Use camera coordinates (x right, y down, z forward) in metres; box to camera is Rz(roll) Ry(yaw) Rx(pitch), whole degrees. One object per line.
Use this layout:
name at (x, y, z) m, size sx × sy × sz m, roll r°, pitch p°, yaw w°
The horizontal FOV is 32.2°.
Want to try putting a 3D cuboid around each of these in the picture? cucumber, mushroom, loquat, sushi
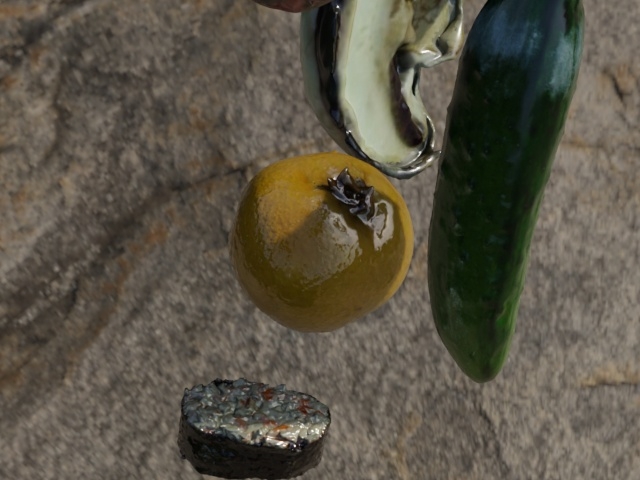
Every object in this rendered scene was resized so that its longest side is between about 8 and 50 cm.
cucumber at (0.084, -0.039, 0.519) m, size 0.056 × 0.250 × 0.056 m, roll 6°, pitch 28°, yaw -3°
mushroom at (0.077, -0.256, 1.394) m, size 0.247 × 0.344 × 0.130 m, roll -24°, pitch 31°, yaw -36°
loquat at (0.000, 0.000, 1.233) m, size 0.208 × 0.208 × 0.208 m, roll -5°, pitch 56°, yaw 8°
sushi at (-0.067, 0.190, 1.111) m, size 0.150 × 0.078 × 0.090 m, roll 9°, pitch 33°, yaw -5°

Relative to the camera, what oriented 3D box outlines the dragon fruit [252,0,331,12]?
dragon fruit at (-0.022, -0.256, 0.666) m, size 0.241 × 0.252 × 0.241 m, roll 7°, pitch 70°, yaw -18°
